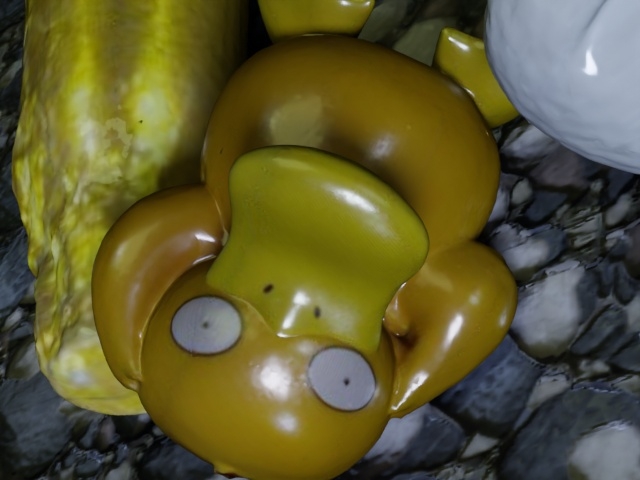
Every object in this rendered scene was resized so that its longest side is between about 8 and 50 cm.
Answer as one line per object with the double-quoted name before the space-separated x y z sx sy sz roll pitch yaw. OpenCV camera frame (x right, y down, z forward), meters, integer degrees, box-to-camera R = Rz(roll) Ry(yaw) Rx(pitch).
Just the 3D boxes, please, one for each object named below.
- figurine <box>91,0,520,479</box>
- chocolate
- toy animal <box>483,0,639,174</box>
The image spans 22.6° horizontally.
"figurine" 0.002 -0.003 0.799 0.215 0.215 0.228 -17 30 29
"chocolate" -0.125 -0.089 0.984 0.162 0.162 0.445 -24 43 22
"toy animal" 0.182 -0.149 0.709 0.265 0.271 0.206 -47 37 16
